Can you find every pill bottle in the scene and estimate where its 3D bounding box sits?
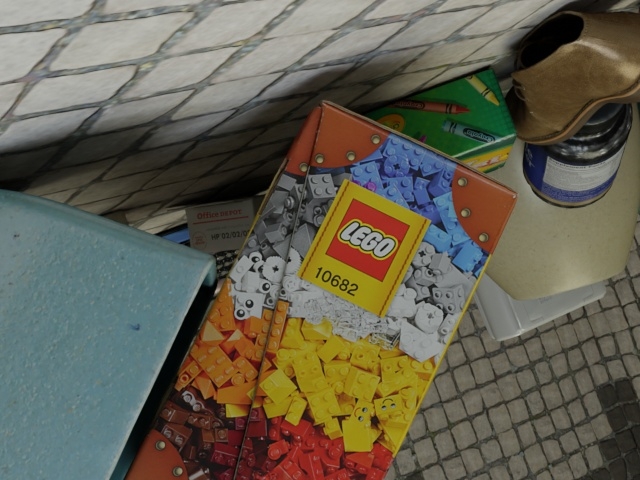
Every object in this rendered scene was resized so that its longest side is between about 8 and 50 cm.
[{"bbox_3d":[0.312,-0.133,1.416,0.123,0.122,0.219,-20,157,-1],"label":"pill bottle"}]

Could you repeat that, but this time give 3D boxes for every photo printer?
[{"bbox_3d":[0.363,0.001,2.119,0.256,0.307,0.107,-20,177,-34],"label":"photo printer"}]

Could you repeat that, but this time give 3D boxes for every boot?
[{"bbox_3d":[0.238,-0.175,1.194,0.115,0.112,0.305,11,170,-12],"label":"boot"}]

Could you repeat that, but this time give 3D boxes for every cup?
[{"bbox_3d":[0.331,-0.048,1.706,0.331,0.236,0.331,-17,-178,1],"label":"cup"}]

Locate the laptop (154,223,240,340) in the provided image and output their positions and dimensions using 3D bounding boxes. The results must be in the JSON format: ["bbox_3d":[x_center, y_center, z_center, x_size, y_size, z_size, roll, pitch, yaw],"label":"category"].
[{"bbox_3d":[-0.168,0.058,1.675,0.234,0.264,0.136,-19,-149,-3],"label":"laptop"}]

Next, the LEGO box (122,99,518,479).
[{"bbox_3d":[0.001,0.120,1.180,0.372,0.193,0.500,-63,176,-8],"label":"LEGO box"}]

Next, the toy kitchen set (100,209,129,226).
[{"bbox_3d":[-0.293,0.064,1.357,0.166,0.122,0.207,-19,174,-14],"label":"toy kitchen set"}]

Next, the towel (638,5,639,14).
[{"bbox_3d":[0.508,-0.293,1.150,0.329,0.037,0.237,-18,175,-24],"label":"towel"}]

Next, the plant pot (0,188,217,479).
[{"bbox_3d":[-0.247,0.083,0.928,0.252,0.247,0.247,25,172,0],"label":"plant pot"}]

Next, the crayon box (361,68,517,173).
[{"bbox_3d":[0.130,-0.110,1.356,0.165,0.081,0.278,-20,175,4],"label":"crayon box"}]

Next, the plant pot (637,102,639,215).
[{"bbox_3d":[0.562,-0.139,1.813,0.196,0.293,0.293,10,-165,39],"label":"plant pot"}]

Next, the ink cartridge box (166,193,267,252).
[{"bbox_3d":[-0.092,-0.023,1.435,0.104,0.061,0.181,-7,-178,33],"label":"ink cartridge box"}]

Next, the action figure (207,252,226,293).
[{"bbox_3d":[0.048,0.022,1.564,0.370,0.275,0.248,-31,-157,27],"label":"action figure"}]
